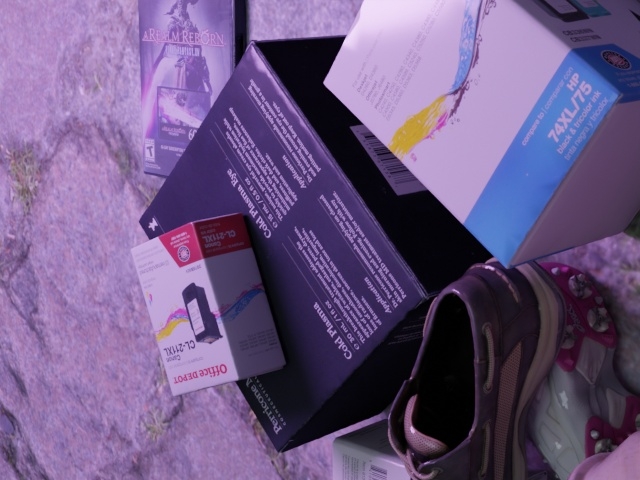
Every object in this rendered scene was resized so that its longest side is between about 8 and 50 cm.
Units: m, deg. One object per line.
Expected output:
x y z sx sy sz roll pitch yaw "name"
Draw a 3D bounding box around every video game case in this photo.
-0.170 -0.212 1.562 0.196 0.026 0.274 13 109 43 "video game case"

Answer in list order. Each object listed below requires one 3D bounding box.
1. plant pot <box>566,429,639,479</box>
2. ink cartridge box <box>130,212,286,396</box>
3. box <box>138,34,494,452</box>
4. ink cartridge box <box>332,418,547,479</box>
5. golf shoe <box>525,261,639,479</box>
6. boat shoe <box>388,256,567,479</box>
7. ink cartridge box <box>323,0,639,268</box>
0.408 0.177 0.896 0.334 0.334 0.305 44 116 29 "plant pot"
-0.123 0.072 1.292 0.127 0.072 0.175 -21 84 46 "ink cartridge box"
0.000 0.000 1.330 0.343 0.179 0.312 57 132 20 "box"
0.130 0.319 1.330 0.237 0.100 0.171 11 107 43 "ink cartridge box"
0.251 0.179 1.184 0.140 0.115 0.306 -36 65 52 "golf shoe"
0.123 0.177 1.145 0.132 0.130 0.355 32 119 48 "boat shoe"
0.183 -0.148 1.097 0.270 0.198 0.197 47 129 26 "ink cartridge box"
